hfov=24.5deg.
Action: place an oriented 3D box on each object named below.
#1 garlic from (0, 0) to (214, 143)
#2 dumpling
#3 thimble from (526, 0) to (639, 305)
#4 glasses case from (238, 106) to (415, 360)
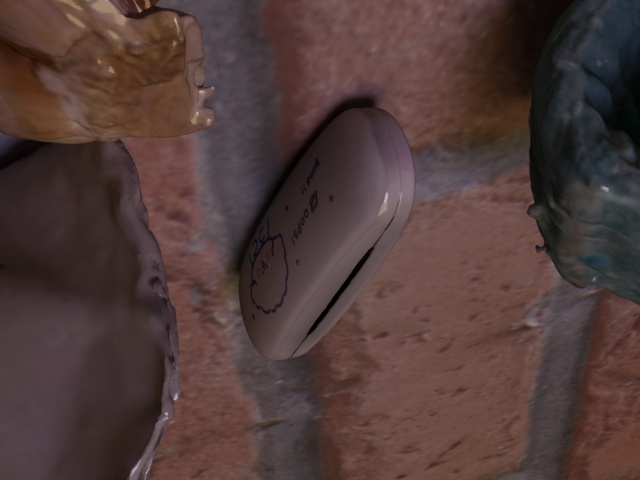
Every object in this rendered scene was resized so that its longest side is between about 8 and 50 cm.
[{"bbox_3d":[-0.107,-0.104,0.608,0.124,0.099,0.174,-2,148,4],"label":"garlic"},{"bbox_3d":[-0.205,0.115,0.735,0.341,0.260,0.181,-26,146,-1],"label":"dumpling"},{"bbox_3d":[0.217,-0.057,0.784,0.235,0.198,0.143,-27,151,-2],"label":"thimble"},{"bbox_3d":[0.000,0.000,0.868,0.049,0.076,0.197,-2,147,-29],"label":"glasses case"}]
